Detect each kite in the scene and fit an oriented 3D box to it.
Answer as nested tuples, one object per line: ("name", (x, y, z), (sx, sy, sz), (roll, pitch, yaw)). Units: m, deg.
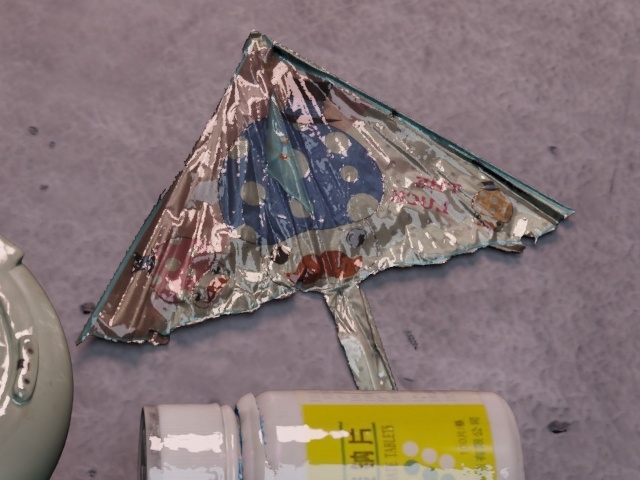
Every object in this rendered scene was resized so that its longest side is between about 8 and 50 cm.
("kite", (0.000, 0.000, 1.510), (0.406, 0.014, 0.368), (-14, 71, -14))

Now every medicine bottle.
("medicine bottle", (0.004, 0.174, 1.368), (0.258, 0.143, 0.143), (0, 68, -7))

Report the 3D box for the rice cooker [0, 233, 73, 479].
("rice cooker", (-0.317, 0.128, 1.265), (0.288, 0.277, 0.288), (13, 51, -17))
